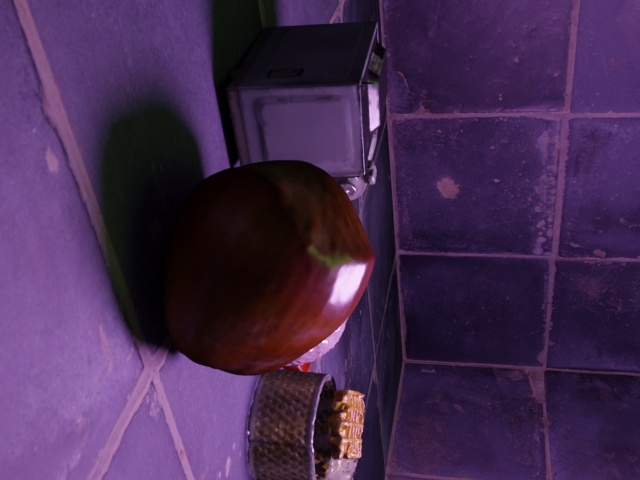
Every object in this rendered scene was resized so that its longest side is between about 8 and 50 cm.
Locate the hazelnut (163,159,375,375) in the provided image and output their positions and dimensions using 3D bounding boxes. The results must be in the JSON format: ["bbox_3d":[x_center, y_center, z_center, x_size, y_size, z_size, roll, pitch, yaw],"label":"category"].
[{"bbox_3d":[-0.091,0.038,1.172,0.366,0.365,0.366,2,90,-77],"label":"hazelnut"}]

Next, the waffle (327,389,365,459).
[{"bbox_3d":[0.058,0.429,1.711,0.211,0.055,0.161,49,44,-72],"label":"waffle"}]

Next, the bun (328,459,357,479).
[{"bbox_3d":[0.034,0.623,2.102,0.239,0.141,0.239,1,90,-80],"label":"bun"}]

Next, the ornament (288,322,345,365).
[{"bbox_3d":[-0.055,0.121,1.481,0.259,0.225,0.260,3,90,-77],"label":"ornament"}]

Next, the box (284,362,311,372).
[{"bbox_3d":[-0.051,0.262,1.900,0.112,0.048,0.175,70,25,-58],"label":"box"}]

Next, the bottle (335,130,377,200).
[{"bbox_3d":[0.027,-0.220,1.792,0.352,0.229,0.229,-84,168,-46],"label":"bottle"}]

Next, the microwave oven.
[{"bbox_3d":[-0.014,-0.283,1.506,0.355,0.286,0.219,-76,164,-55],"label":"microwave oven"}]

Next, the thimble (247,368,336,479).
[{"bbox_3d":[-0.057,0.423,1.673,0.271,0.149,0.271,2,90,-77],"label":"thimble"}]
